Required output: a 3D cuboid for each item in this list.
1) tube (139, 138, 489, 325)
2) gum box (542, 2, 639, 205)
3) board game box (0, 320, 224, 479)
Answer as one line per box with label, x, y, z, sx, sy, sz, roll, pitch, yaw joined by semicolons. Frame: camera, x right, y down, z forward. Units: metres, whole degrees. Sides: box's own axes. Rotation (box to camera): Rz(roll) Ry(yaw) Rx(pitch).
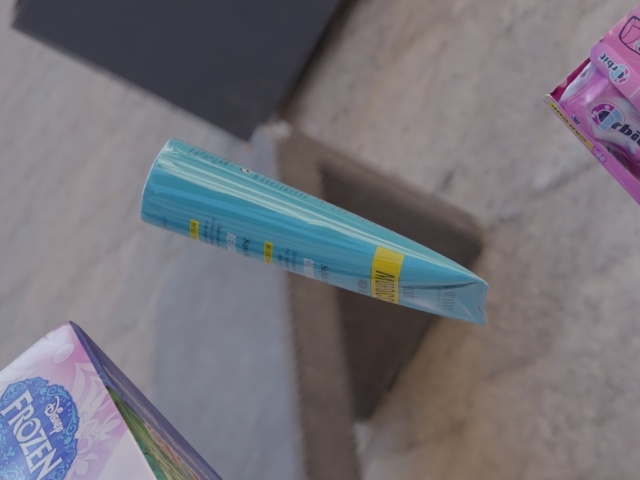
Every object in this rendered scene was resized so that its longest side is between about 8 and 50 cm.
tube;0.000;0.000;1.142;0.080;0.207;0.052;70;-139;-76
gum box;0.206;-0.086;1.020;0.188;0.107;0.062;-41;-4;-40
board game box;0.021;0.210;0.682;0.066;0.318;0.318;-40;31;-1
